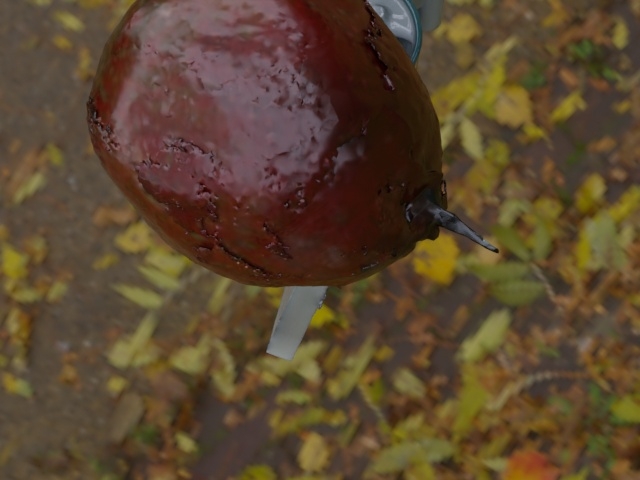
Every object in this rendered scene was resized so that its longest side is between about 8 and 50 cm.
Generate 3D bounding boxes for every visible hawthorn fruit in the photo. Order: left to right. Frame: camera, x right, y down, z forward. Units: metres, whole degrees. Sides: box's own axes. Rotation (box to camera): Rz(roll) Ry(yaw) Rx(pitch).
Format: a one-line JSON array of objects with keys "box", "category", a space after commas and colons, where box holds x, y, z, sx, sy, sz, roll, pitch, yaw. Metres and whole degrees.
[{"box": [-0.011, -0.049, 1.018, 0.235, 0.181, 0.181, 37, 91, 16], "category": "hawthorn fruit"}]

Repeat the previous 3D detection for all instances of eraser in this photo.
[{"box": [0.000, 0.000, 1.336, 0.150, 0.023, 0.104, -75, 7, -50], "category": "eraser"}]

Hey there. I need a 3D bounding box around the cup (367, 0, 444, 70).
[{"box": [0.009, -0.142, 1.770, 0.167, 0.173, 0.299, 39, 62, 23], "category": "cup"}]
